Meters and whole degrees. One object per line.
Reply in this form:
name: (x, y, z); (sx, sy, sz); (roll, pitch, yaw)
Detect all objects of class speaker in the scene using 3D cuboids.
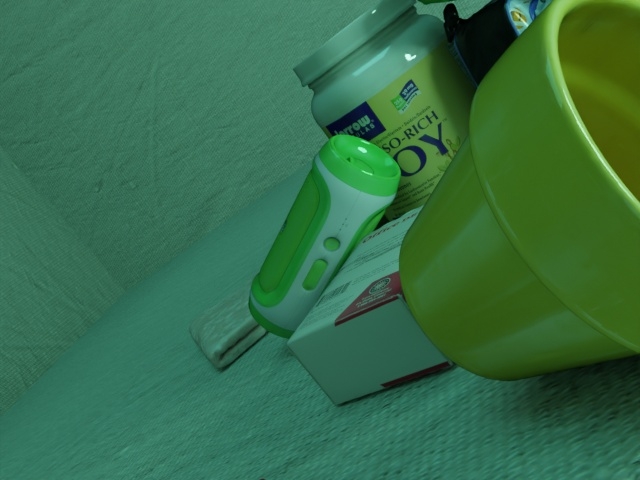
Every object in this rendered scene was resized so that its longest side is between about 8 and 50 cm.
speaker: (0.000, 0.000, 1.029); (0.296, 0.131, 0.131); (-62, -1, 29)

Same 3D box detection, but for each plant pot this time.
plant pot: (0.187, -0.012, 0.535); (0.254, 0.254, 0.239); (-48, 1, -42)

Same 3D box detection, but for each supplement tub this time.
supplement tub: (0.137, -0.187, 1.096); (0.241, 0.331, 0.241); (-36, 11, 8)

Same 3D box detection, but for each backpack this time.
backpack: (0.340, -0.250, 0.965); (0.213, 0.276, 0.263); (-17, 16, 48)

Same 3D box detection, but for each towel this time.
towel: (-0.114, 0.107, 1.403); (0.317, 0.053, 0.332); (-40, 11, -12)

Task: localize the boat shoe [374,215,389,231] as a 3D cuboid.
boat shoe: (0.128, -0.029, 1.252); (0.056, 0.048, 0.153); (-2, 42, 50)

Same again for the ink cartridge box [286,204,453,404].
ink cartridge box: (0.093, 0.060, 0.836); (0.172, 0.100, 0.237); (-29, 14, 38)

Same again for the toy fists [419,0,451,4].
toy fists: (0.241, -0.372, 0.896); (0.279, 0.096, 0.142); (-10, 18, 24)

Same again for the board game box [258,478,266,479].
board game box: (-0.077, 0.279, 0.476); (0.147, 0.045, 0.193); (-34, 32, 15)
